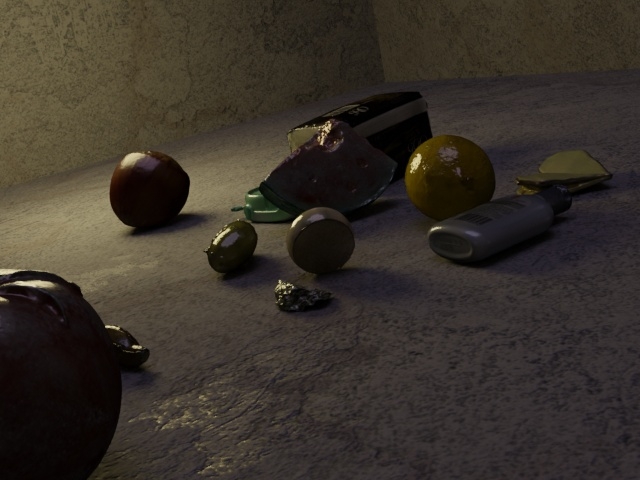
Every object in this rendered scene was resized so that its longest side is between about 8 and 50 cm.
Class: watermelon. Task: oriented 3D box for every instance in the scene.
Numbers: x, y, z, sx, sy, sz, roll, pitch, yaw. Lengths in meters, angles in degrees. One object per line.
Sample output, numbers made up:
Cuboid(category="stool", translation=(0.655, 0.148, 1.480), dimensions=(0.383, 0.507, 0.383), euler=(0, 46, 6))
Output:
Cuboid(category="watermelon", translation=(0.001, -0.148, 1.987), dimensions=(0.318, 0.226, 0.148), euler=(-9, -11, -21))

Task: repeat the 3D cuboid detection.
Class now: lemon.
Cuboid(category="lemon", translation=(0.253, -0.119, 1.754), dimensions=(0.173, 0.173, 0.206), euler=(-12, 13, -6))

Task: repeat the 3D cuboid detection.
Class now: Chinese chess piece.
Cuboid(category="Chinese chess piece", translation=(0.000, 0.000, 1.593), dimensions=(0.122, 0.122, 0.051), euler=(-13, 34, -10))

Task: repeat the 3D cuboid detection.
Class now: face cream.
Cuboid(category="face cream", translation=(0.330, -0.036, 1.591), dimensions=(0.291, 0.071, 0.144), euler=(-22, 20, -34))

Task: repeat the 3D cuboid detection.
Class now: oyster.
Cuboid(category="oyster", translation=(-0.030, 0.083, 1.473), dimensions=(0.100, 0.037, 0.098), euler=(-8, 16, 9))

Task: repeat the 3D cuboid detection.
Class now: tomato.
Cuboid(category="tomato", translation=(-0.375, 0.161, 0.959), dimensions=(0.316, 0.282, 0.317), euler=(-7, 16, 2))

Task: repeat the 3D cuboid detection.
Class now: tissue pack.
Cuboid(category="tissue pack", translation=(0.107, -0.247, 2.271), dimensions=(0.210, 0.198, 0.370), euler=(5, 22, 38))

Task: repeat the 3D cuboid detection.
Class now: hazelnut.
Cuboid(category="hazelnut", translation=(-0.433, -0.118, 2.241), dimensions=(0.208, 0.208, 0.208), euler=(-10, 15, 3))

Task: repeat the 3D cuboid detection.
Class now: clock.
Cuboid(category="clock", translation=(-0.110, -0.092, 2.115), dimensions=(0.211, 0.066, 0.159), euler=(-1, 17, 33))

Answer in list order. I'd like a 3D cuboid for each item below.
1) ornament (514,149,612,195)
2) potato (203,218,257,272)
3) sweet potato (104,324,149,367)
Cuboid(category="ornament", translation=(0.513, -0.131, 1.853), dimensions=(0.180, 0.059, 0.201), euler=(5, 24, 42))
Cuboid(category="potato", translation=(-0.168, 0.010, 1.757), dimensions=(0.105, 0.085, 0.188), euler=(-33, 12, 3))
Cuboid(category="sweet potato", translation=(-0.356, 0.165, 1.368), dimensions=(0.233, 0.062, 0.081), euler=(-3, 32, 16))
